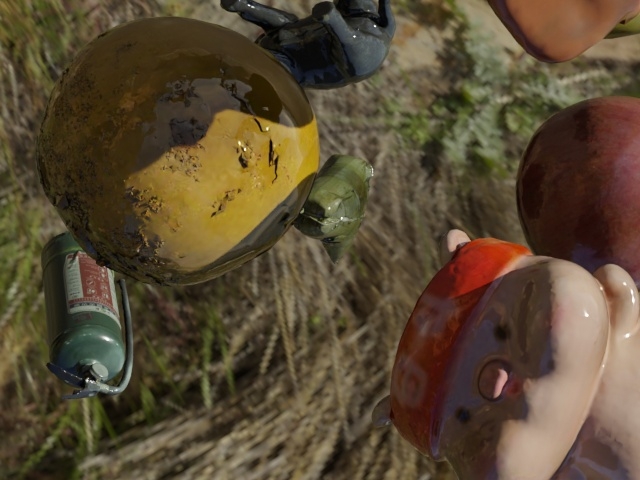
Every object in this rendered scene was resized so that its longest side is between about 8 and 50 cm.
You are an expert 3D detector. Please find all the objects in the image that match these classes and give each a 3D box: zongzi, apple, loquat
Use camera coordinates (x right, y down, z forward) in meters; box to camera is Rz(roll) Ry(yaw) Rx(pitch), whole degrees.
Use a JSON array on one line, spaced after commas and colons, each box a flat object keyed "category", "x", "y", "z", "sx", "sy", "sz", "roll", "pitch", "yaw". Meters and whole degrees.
[{"category": "zongzi", "x": 0.000, "y": 0.000, "z": 1.298, "sx": 0.062, "sy": 0.154, "sz": 0.130, "roll": 19, "pitch": 122, "yaw": 12}, {"category": "apple", "x": 0.225, "y": -0.036, "z": 0.996, "sx": 0.153, "sy": 0.153, "sz": 0.120, "roll": 3, "pitch": 161, "yaw": -30}, {"category": "loquat", "x": -0.120, "y": -0.074, "z": 1.105, "sx": 0.235, "sy": 0.235, "sz": 0.235, "roll": -14, "pitch": 124, "yaw": -21}]

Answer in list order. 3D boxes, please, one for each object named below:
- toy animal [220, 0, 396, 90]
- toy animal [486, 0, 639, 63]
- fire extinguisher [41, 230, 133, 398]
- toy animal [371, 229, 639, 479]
[{"category": "toy animal", "x": -0.049, "y": -0.179, "z": 1.285, "sx": 0.269, "sy": 0.082, "sz": 0.137, "roll": -21, "pitch": 146, "yaw": 21}, {"category": "toy animal", "x": 0.200, "y": -0.254, "z": 0.972, "sx": 0.216, "sy": 0.338, "sz": 0.191, "roll": -40, "pitch": 119, "yaw": 19}, {"category": "fire extinguisher", "x": -0.284, "y": 0.103, "z": 1.612, "sx": 0.118, "sy": 0.294, "sz": 0.093, "roll": 24, "pitch": 115, "yaw": -28}, {"category": "toy animal", "x": 0.141, "y": 0.083, "z": 0.836, "sx": 0.197, "sy": 0.171, "sz": 0.171, "roll": 15, "pitch": 113, "yaw": -10}]
